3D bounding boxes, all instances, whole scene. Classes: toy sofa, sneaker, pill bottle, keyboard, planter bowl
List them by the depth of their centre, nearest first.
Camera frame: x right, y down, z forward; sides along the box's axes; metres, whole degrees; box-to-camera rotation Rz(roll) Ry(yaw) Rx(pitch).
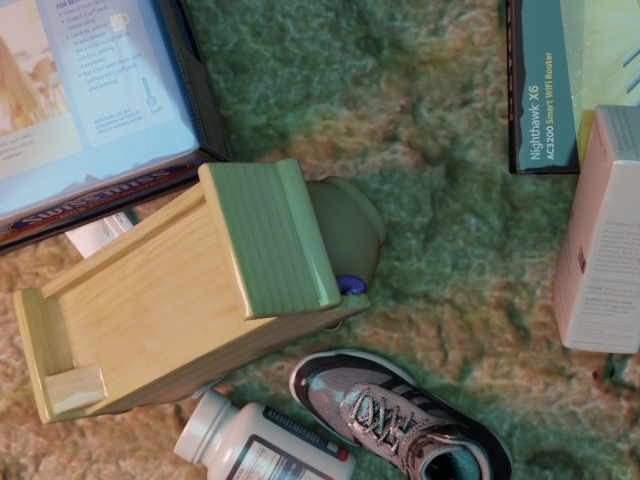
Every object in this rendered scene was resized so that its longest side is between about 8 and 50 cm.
[{"bbox_3d":[-0.135,0.057,1.173,0.362,0.177,0.150,-29,72,40],"label":"toy sofa"},{"bbox_3d":[0.087,0.201,1.234,0.268,0.153,0.101,28,94,2],"label":"sneaker"},{"bbox_3d":[0.000,0.000,1.241,0.109,0.162,0.162,-41,90,-23],"label":"planter bowl"},{"bbox_3d":[-0.061,0.238,1.268,0.180,0.108,0.108,30,94,2],"label":"pill bottle"},{"bbox_3d":[-0.193,0.057,1.316,0.072,0.014,0.256,-38,90,10],"label":"keyboard"}]

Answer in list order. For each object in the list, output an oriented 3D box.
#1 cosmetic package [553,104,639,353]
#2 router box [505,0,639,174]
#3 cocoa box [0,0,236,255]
[{"bbox_3d":[0.299,-0.009,1.178,0.085,0.117,0.231,4,124,1],"label":"cosmetic package"},{"bbox_3d":[0.320,-0.225,1.235,0.242,0.081,0.309,-2,93,4],"label":"router box"},{"bbox_3d":[-0.292,-0.131,1.196,0.347,0.228,0.232,-19,87,4],"label":"cocoa box"}]
